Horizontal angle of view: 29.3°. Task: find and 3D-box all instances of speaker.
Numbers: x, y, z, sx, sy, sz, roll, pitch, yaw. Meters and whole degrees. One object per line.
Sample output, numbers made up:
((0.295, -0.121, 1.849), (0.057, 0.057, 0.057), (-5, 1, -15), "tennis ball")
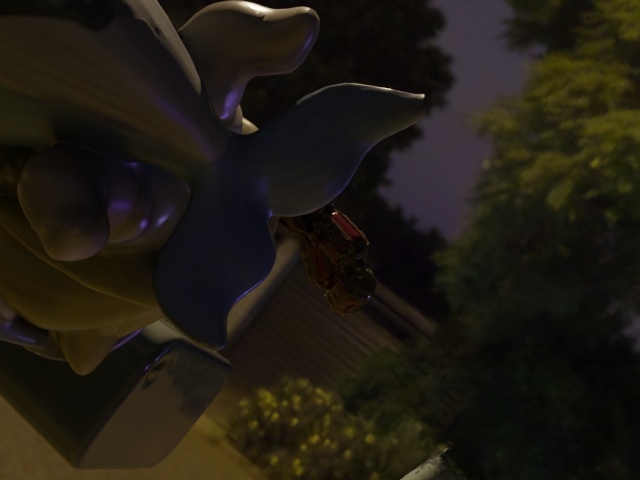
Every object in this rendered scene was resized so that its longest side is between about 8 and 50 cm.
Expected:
((-0.250, 0.147, 1.450), (0.184, 0.183, 0.406), (37, -5, 11), "speaker")

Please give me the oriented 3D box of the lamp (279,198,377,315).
((0.000, 0.000, 0.631), (0.083, 0.031, 0.063), (62, -27, 6), "lamp")

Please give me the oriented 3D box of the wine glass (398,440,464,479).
((0.005, 0.237, 0.814), (0.074, 0.262, 0.074), (49, 1, -1), "wine glass")

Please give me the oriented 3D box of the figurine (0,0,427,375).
((-0.072, -0.028, 0.385), (0.208, 0.128, 0.184), (23, -29, 37), "figurine")
